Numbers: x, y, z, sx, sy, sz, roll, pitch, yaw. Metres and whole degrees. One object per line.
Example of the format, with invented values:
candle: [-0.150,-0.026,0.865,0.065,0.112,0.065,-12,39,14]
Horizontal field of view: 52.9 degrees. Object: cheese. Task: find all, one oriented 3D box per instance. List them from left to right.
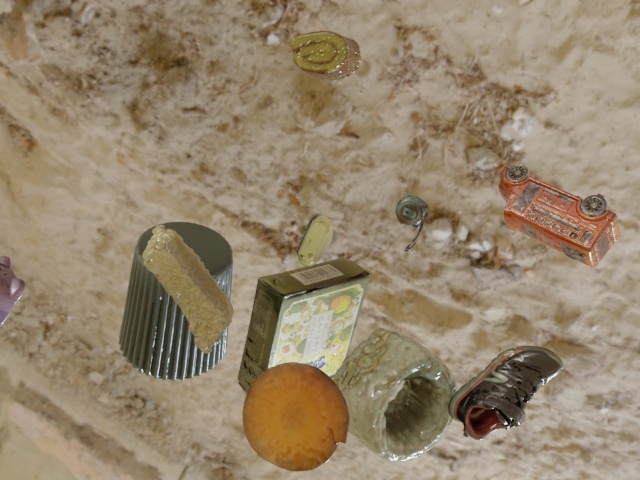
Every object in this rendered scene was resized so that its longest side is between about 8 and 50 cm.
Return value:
cheese: [0.000,0.000,1.614,0.054,0.127,0.251,25,-176,9]

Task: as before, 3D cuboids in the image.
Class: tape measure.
tape measure: [0.276,-0.062,2.029,0.107,0.180,0.104,22,136,6]

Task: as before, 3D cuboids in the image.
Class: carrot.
carrot: [-0.031,0.332,1.246,0.195,0.196,0.254,20,172,9]

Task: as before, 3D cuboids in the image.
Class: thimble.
thimble: [0.186,0.376,1.591,0.291,0.291,0.195,51,166,-32]

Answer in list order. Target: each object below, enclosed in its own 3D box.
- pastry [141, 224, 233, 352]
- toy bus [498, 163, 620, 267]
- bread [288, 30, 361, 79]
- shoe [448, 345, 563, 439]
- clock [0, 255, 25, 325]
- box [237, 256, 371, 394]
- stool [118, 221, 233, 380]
pastry: [-0.250,0.094,1.237,0.089,0.121,0.259,-25,109,21]
toy bus: [0.592,-0.068,1.666,0.329,0.153,0.143,34,174,37]
bread: [0.017,-0.419,1.460,0.131,0.172,0.103,-3,99,16]
shoe: [0.417,0.349,1.453,0.291,0.137,0.114,-42,107,18]
clock: [-0.624,0.088,1.207,0.152,0.110,0.050,37,177,39]
box: [-0.052,0.281,2.053,0.138,0.372,0.421,36,123,37]
stool: [-0.373,0.150,1.704,0.297,0.297,0.330,21,124,9]
